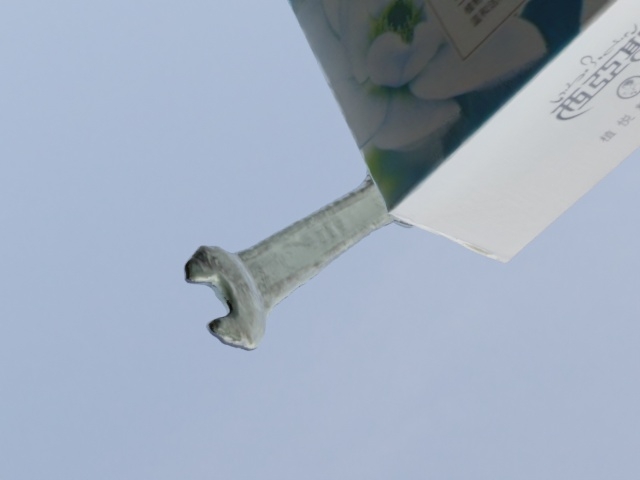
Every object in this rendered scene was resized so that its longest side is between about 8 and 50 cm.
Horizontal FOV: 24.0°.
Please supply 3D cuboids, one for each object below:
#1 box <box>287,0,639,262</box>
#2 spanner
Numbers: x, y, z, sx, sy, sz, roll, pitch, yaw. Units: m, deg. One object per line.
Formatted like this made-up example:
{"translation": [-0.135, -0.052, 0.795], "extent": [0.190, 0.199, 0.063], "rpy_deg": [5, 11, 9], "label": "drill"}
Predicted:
{"translation": [0.125, -0.157, 0.826], "extent": [0.116, 0.274, 0.203], "rpy_deg": [20, -143, -43], "label": "box"}
{"translation": [0.000, 0.000, 0.992], "extent": [0.071, 0.017, 0.302], "rpy_deg": [57, -148, 2], "label": "spanner"}
